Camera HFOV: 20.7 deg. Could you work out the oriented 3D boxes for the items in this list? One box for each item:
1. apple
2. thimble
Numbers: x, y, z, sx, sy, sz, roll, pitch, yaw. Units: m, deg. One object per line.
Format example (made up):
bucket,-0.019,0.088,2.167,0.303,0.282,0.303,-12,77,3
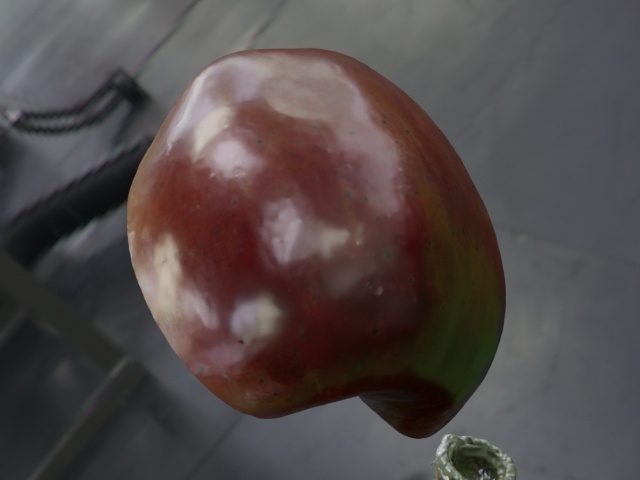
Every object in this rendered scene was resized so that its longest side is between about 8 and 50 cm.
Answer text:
apple,0.000,0.000,1.533,0.295,0.329,0.365,-18,52,3
thimble,0.169,0.267,1.961,0.084,0.062,0.110,-19,39,-32
